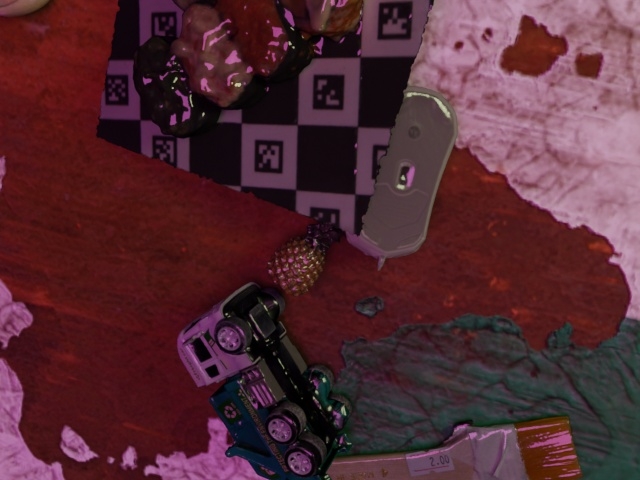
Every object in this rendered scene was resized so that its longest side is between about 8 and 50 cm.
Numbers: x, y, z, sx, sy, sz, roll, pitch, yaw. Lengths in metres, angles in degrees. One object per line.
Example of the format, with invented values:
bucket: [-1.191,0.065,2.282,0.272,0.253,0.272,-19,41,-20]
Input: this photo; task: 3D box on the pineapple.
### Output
pineapple: [0.000,0.000,0.718,0.058,0.058,0.124,43,106,0]

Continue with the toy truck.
toy truck: [-0.064,0.162,0.742,0.116,0.110,0.216,-29,95,27]

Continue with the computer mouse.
computer mouse: [0.075,-0.060,0.685,0.089,0.056,0.181,10,102,-9]

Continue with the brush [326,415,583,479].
brush: [0.107,0.249,0.767,0.337,0.020,0.085,-12,99,14]

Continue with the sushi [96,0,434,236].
sushi: [-0.080,-0.199,0.648,0.339,0.069,0.320,23,107,19]

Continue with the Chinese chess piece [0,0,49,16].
Chinese chess piece: [-0.329,-0.296,0.725,0.122,0.051,0.122,3,102,12]
